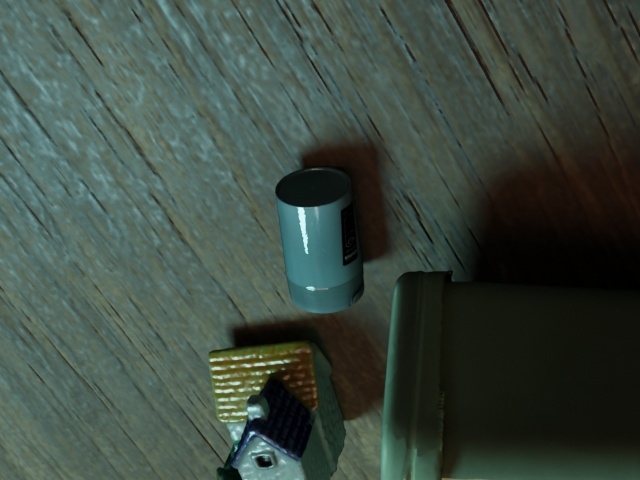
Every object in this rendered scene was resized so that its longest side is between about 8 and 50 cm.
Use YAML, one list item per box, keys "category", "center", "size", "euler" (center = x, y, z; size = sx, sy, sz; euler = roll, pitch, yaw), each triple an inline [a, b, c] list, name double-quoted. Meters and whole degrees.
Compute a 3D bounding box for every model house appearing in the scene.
- category: "model house"
  center: [-0.040, 0.130, 0.912]
  size: [0.087, 0.101, 0.100]
  euler: [-5, 123, 18]

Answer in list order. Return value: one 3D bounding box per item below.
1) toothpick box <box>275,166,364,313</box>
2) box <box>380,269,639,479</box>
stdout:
- category: "toothpick box"
  center: [0.000, 0.000, 0.838]
  size: [0.052, 0.052, 0.083]
  euler: [0, 125, 12]
- category: "box"
  center: [0.220, 0.192, 0.830]
  size: [0.343, 0.177, 0.352]
  euler: [2, 135, 9]
